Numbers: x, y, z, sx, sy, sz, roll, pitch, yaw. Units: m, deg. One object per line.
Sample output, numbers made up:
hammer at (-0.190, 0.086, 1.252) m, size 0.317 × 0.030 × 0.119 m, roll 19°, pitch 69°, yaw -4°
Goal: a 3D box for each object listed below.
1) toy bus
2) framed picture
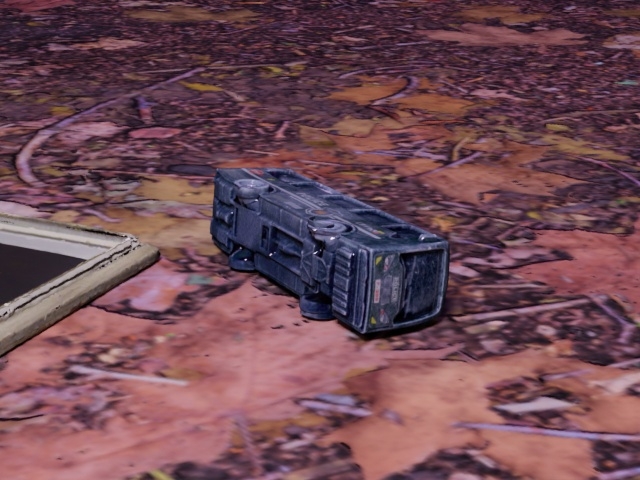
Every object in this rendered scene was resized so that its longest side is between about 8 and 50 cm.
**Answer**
toy bus at (0.000, 0.000, 0.714) m, size 0.065 × 0.047 × 0.166 m, roll -5°, pitch 18°, yaw -31°
framed picture at (-0.259, 0.012, 0.696) m, size 0.293 × 0.018 × 0.231 m, roll 8°, pitch 19°, yaw 20°
